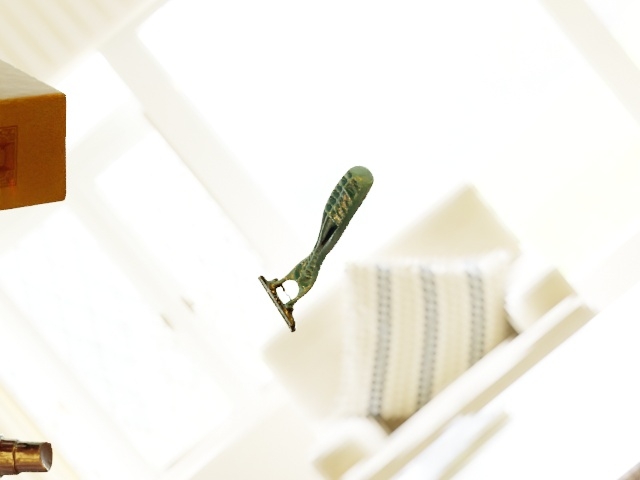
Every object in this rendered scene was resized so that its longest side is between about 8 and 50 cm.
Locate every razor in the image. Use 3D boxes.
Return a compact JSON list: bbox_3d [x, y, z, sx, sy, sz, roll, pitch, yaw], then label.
[{"bbox_3d":[0.000,0.000,2.009,0.042,0.082,0.253,-18,-27,-35],"label":"razor"}]

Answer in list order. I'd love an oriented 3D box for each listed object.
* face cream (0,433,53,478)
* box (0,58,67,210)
[{"bbox_3d":[-0.394,0.207,1.734,0.273,0.078,0.078,0,12,10],"label":"face cream"},{"bbox_3d":[-0.451,-0.131,1.717,0.264,0.116,0.415,-13,26,-36],"label":"box"}]
